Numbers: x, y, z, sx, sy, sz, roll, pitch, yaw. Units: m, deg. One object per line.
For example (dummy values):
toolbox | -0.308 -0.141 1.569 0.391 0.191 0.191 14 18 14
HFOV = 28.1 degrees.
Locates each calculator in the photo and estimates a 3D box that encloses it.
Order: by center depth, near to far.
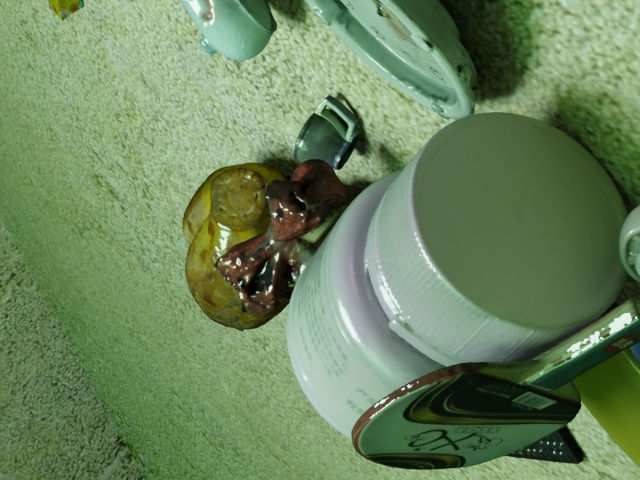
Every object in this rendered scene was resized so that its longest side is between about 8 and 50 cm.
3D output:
calculator | 0.284 0.136 1.215 0.236 0.033 0.157 51 160 17

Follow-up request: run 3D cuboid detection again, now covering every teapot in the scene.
teapot | 0.011 -0.115 1.395 0.057 0.066 0.088 30 131 10

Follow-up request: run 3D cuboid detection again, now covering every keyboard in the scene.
keyboard | 0.204 0.218 1.534 0.101 0.018 0.309 57 159 -8

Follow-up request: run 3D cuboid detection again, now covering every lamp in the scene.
lamp | 0.009 0.007 1.420 0.151 0.223 0.215 43 124 13

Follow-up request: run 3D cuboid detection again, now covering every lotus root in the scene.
lotus root | -0.102 0.010 1.653 0.193 0.193 0.291 49 159 14

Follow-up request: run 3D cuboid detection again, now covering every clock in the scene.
clock | 0.056 -0.200 1.111 0.236 0.053 0.236 44 176 4

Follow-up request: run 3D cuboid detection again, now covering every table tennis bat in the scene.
table tennis bat | 0.153 0.124 1.033 0.301 0.173 0.022 -37 47 39

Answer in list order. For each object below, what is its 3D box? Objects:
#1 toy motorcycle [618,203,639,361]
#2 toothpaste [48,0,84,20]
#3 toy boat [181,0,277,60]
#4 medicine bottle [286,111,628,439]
toy motorcycle | 0.309 0.078 1.010 0.112 0.112 0.254 19 138 57
toothpaste | -0.374 -0.390 1.807 0.037 0.043 0.178 44 157 24
toy boat | -0.127 -0.278 1.328 0.208 0.078 0.134 58 -165 -5
medicine bottle | 0.117 0.044 1.140 0.241 0.241 0.302 51 150 9
